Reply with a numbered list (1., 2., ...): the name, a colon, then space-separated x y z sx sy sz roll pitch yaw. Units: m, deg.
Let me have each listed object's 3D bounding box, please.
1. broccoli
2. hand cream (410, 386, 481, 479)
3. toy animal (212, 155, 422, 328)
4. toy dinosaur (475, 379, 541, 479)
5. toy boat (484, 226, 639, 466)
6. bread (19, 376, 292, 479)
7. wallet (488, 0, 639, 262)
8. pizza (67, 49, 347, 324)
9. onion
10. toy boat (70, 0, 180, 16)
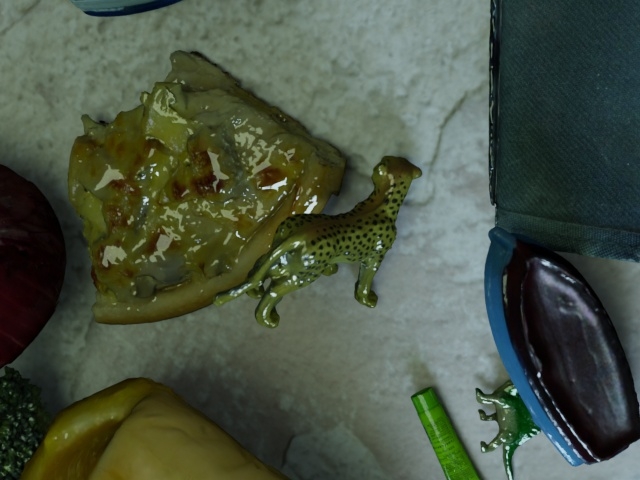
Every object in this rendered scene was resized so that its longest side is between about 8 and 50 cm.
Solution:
1. broccoli: -0.370 0.226 1.522 0.198 0.176 0.226 17 89 -20
2. hand cream: 0.117 0.192 1.349 0.036 0.023 0.122 -25 91 17
3. toy animal: 0.000 0.000 1.287 0.073 0.181 0.136 50 132 29
4. toy dinosaur: 0.170 0.165 1.318 0.060 0.029 0.119 -7 101 11
5. toy boat: 0.195 0.085 1.242 0.100 0.097 0.223 -31 107 -13
6. bread: -0.122 0.319 1.380 0.394 0.250 0.361 41 111 17
7. wallet: 0.246 -0.153 1.181 0.237 0.075 0.342 7 107 32
8. pizza: -0.135 -0.049 1.391 0.323 0.089 0.223 -31 90 28
9. onion: -0.367 0.037 1.466 0.252 0.219 0.252 -3 62 5
10. toy boat: -0.142 -0.258 1.369 0.229 0.046 0.080 -9 94 30
